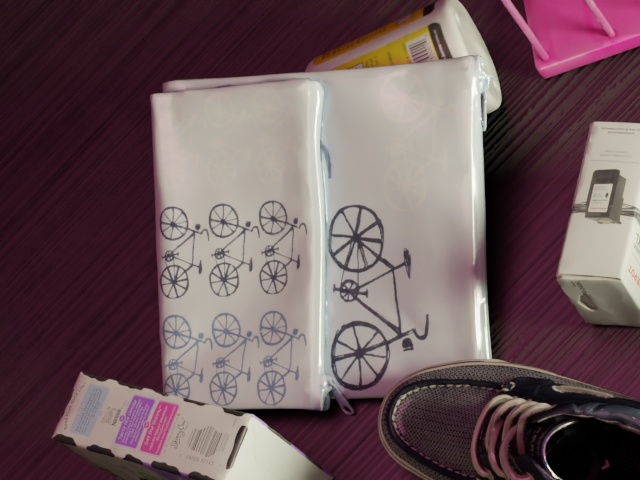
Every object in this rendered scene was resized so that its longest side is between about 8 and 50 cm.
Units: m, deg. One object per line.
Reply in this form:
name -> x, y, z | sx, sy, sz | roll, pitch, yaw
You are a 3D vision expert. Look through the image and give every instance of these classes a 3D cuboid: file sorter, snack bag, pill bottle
file sorter -> 0.294, -0.319, 1.774 | 0.290, 0.182, 0.202 | -18, 58, 20
snack bag -> 0.000, 0.000, 1.783 | 0.342, 0.037, 0.323 | -2, 87, 24
pill bottle -> 0.057, -0.140, 1.850 | 0.208, 0.119, 0.119 | -23, 56, 17

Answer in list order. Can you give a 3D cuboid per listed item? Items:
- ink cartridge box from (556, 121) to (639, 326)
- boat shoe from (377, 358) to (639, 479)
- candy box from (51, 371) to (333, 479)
ink cartridge box -> 0.262, -0.012, 1.674 | 0.063, 0.109, 0.150 | 4, 67, 28
boat shoe -> 0.175, 0.160, 1.588 | 0.340, 0.158, 0.127 | 6, 81, 30
candy box -> -0.114, 0.196, 1.738 | 0.196, 0.165, 0.070 | 10, 70, 32
